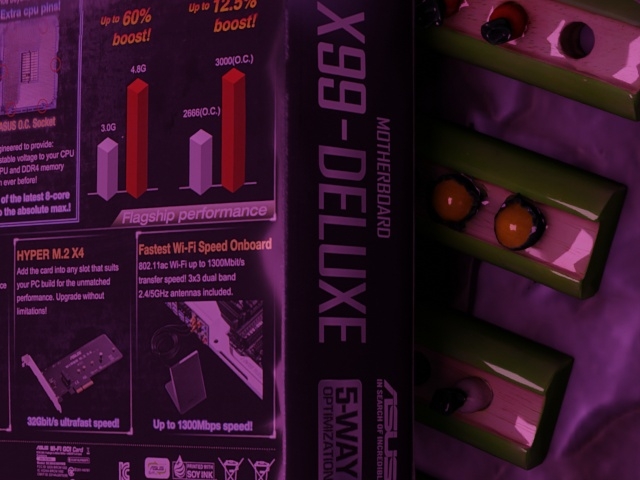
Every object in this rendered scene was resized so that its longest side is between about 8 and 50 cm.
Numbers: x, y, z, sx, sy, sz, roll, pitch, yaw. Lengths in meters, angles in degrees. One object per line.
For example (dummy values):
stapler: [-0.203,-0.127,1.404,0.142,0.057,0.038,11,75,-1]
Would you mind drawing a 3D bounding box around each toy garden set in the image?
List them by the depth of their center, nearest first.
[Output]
toy garden set: [0.000,0.000,0.720,0.203,0.049,0.244,22,108,26]

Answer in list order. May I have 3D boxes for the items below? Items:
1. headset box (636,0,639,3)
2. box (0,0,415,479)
headset box: [0.133,-0.103,0.619,0.032,0.062,0.083,39,114,21]
box: [-0.109,-0.019,0.723,0.307,0.076,0.243,-4,84,38]
